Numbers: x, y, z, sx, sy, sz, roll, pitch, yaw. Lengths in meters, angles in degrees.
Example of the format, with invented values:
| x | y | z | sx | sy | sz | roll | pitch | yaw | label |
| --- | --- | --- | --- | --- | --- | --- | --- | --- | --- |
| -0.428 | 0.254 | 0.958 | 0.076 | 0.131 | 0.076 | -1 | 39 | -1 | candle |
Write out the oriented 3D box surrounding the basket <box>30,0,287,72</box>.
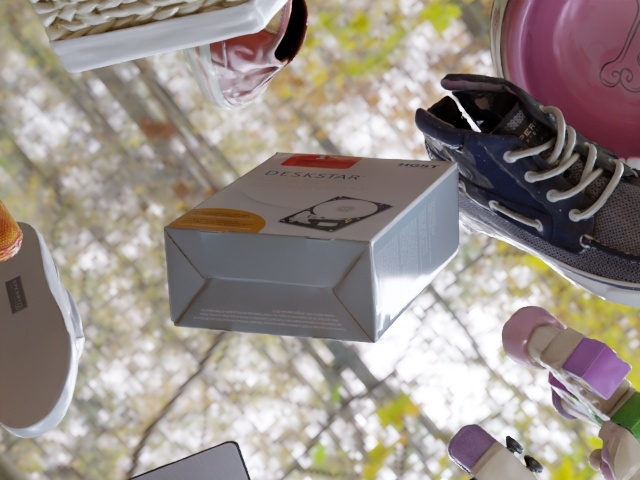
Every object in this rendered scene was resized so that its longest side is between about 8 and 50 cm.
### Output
| x | y | z | sx | sy | sz | roll | pitch | yaw | label |
| --- | --- | --- | --- | --- | --- | --- | --- | --- | --- |
| -0.095 | -0.182 | 0.899 | 0.167 | 0.103 | 0.113 | -7 | -143 | 38 | basket |

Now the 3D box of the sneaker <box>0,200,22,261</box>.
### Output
| x | y | z | sx | sy | sz | roll | pitch | yaw | label |
| --- | --- | --- | --- | --- | --- | --- | --- | --- | --- |
| -0.263 | -0.041 | 1.035 | 0.064 | 0.067 | 0.175 | -26 | -132 | -31 | sneaker |

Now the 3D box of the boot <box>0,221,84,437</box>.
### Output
| x | y | z | sx | sy | sz | roll | pitch | yaw | label |
| --- | --- | --- | --- | --- | --- | --- | --- | --- | --- |
| -0.261 | 0.105 | 1.440 | 0.095 | 0.123 | 0.258 | -21 | -134 | 5 | boot |

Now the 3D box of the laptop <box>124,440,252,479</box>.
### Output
| x | y | z | sx | sy | sz | roll | pitch | yaw | label |
| --- | --- | --- | --- | --- | --- | --- | --- | --- | --- |
| -0.180 | 0.440 | 1.478 | 0.408 | 0.381 | 0.236 | -19 | 177 | -18 | laptop |

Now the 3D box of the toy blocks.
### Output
| x | y | z | sx | sy | sz | roll | pitch | yaw | label |
| --- | --- | --- | --- | --- | --- | --- | --- | --- | --- |
| 0.285 | 0.184 | 1.590 | 0.309 | 0.288 | 0.260 | -47 | -159 | -7 | toy blocks |

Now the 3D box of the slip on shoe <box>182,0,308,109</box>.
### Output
| x | y | z | sx | sy | sz | roll | pitch | yaw | label |
| --- | --- | --- | --- | --- | --- | --- | --- | --- | --- |
| -0.060 | -0.186 | 1.353 | 0.101 | 0.123 | 0.331 | -2 | 177 | 2 | slip on shoe |

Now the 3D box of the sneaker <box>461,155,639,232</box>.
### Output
| x | y | z | sx | sy | sz | roll | pitch | yaw | label |
| --- | --- | --- | --- | --- | --- | --- | --- | --- | --- |
| 0.291 | -0.028 | 1.814 | 0.252 | 0.103 | 0.111 | -7 | -107 | 19 | sneaker |

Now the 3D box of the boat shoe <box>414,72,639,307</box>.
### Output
| x | y | z | sx | sy | sz | roll | pitch | yaw | label |
| --- | --- | --- | --- | --- | --- | --- | --- | --- | --- |
| 0.232 | -0.053 | 1.432 | 0.341 | 0.158 | 0.127 | 20 | -115 | 38 | boat shoe |

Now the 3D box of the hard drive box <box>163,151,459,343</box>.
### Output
| x | y | z | sx | sy | sz | roll | pitch | yaw | label |
| --- | --- | --- | --- | --- | --- | --- | --- | --- | --- |
| 0.000 | 0.000 | 1.281 | 0.181 | 0.089 | 0.232 | 4 | -161 | 21 | hard drive box |

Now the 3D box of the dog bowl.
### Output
| x | y | z | sx | sy | sz | roll | pitch | yaw | label |
| --- | --- | --- | --- | --- | --- | --- | --- | --- | --- |
| 0.418 | -0.259 | 1.965 | 0.408 | 0.408 | 0.150 | -31 | -171 | 19 | dog bowl |
